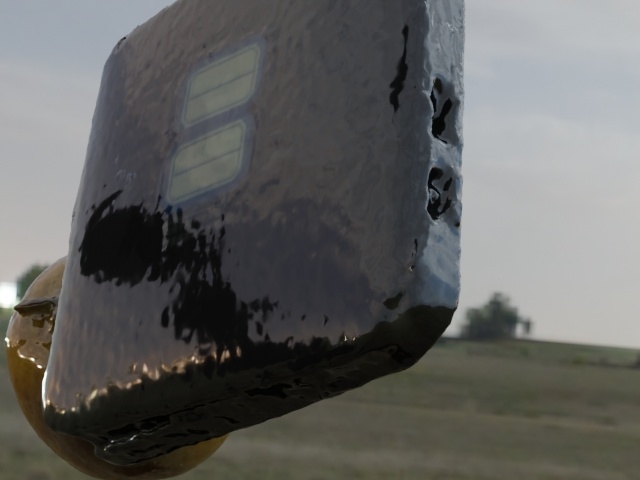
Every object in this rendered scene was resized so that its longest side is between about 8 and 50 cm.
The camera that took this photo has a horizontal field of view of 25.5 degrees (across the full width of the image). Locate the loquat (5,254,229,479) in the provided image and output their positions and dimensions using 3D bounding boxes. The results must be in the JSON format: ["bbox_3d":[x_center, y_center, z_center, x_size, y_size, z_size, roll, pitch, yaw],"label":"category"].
[{"bbox_3d":[-0.175,0.112,1.301,0.193,0.238,0.238,-3,-8,33],"label":"loquat"}]

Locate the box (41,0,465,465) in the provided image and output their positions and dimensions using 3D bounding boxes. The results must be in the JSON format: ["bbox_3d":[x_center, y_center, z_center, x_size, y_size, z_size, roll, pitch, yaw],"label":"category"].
[{"bbox_3d":[-0.047,-0.039,0.970,0.091,0.350,0.359,27,-35,-37],"label":"box"}]
